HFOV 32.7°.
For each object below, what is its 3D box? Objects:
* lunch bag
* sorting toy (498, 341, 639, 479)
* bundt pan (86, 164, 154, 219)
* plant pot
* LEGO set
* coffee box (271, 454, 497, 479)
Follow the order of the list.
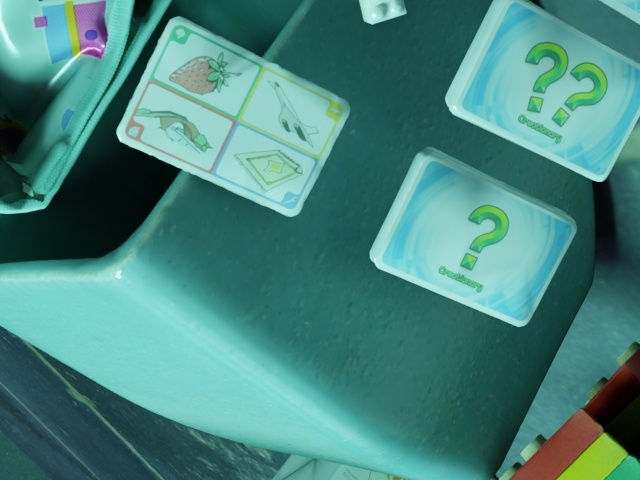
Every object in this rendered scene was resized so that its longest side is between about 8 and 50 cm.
[{"bbox_3d":[-0.162,-0.146,0.507,0.223,0.160,0.262,-160,62,-66],"label":"lunch bag"},{"bbox_3d":[0.145,0.148,0.594,0.089,0.255,0.257,45,156,17],"label":"sorting toy"},{"bbox_3d":[-0.171,-0.036,0.783,0.331,0.124,0.331,36,179,1],"label":"bundt pan"},{"bbox_3d":[0.000,0.000,0.580,0.252,0.247,0.248,44,155,-25],"label":"plant pot"},{"bbox_3d":[0.025,-0.085,0.378,0.244,0.182,0.060,24,-172,-22],"label":"LEGO set"},{"bbox_3d":[0.087,0.254,0.952,0.246,0.141,0.098,49,152,-15],"label":"coffee box"}]
